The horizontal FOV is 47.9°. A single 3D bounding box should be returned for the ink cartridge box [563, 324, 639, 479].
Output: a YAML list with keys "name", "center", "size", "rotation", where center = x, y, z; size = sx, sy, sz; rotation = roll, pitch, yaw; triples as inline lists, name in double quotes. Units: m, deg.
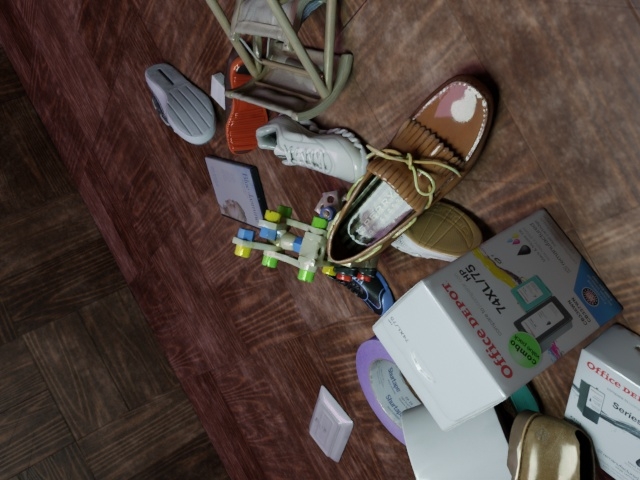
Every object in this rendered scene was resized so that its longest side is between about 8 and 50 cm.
- name: "ink cartridge box"
  center: [0.459, 0.253, 1.081]
  size: [0.153, 0.087, 0.208]
  rotation: [36, 141, 40]

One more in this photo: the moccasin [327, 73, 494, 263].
- name: "moccasin"
  center: [0.132, -0.104, 1.160]
  size: [0.139, 0.147, 0.380]
  rotation: [48, 122, 4]

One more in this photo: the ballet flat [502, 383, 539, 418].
- name: "ballet flat"
  center: [0.328, 0.235, 1.303]
  size: [0.206, 0.073, 0.067]
  rotation: [69, 165, -4]

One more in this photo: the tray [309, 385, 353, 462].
- name: "tray"
  center: [0.020, 0.540, 2.089]
  size: [0.145, 0.030, 0.270]
  rotation: [48, 148, 27]

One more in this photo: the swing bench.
- name: "swing bench"
  center: [-0.080, -0.384, 1.356]
  size: [0.253, 0.165, 0.255]
  rotation: [28, 141, 45]

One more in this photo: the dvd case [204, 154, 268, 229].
- name: "dvd case"
  center: [-0.221, -0.127, 1.932]
  size: [0.253, 0.022, 0.180]
  rotation: [19, 129, 51]

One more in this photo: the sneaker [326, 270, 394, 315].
- name: "sneaker"
  center: [0.065, 0.073, 1.565]
  size: [0.232, 0.090, 0.081]
  rotation: [57, 150, 12]

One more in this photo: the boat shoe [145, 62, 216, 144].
- name: "boat shoe"
  center: [-0.360, -0.343, 1.907]
  size: [0.335, 0.121, 0.119]
  rotation: [55, 160, 37]

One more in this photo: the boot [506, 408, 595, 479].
- name: "boot"
  center: [0.354, 0.428, 1.123]
  size: [0.115, 0.112, 0.305]
  rotation: [5, 92, 44]

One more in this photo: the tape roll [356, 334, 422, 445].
- name: "tape roll"
  center: [0.198, 0.318, 1.556]
  size: [0.275, 0.090, 0.275]
  rotation: [37, 142, 37]

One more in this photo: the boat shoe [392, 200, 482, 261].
- name: "boat shoe"
  center: [0.186, -0.015, 1.309]
  size: [0.277, 0.098, 0.096]
  rotation: [27, 158, 45]

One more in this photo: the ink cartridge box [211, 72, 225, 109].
- name: "ink cartridge box"
  center: [-0.222, -0.347, 1.745]
  size: [0.115, 0.029, 0.063]
  rotation: [47, 147, 25]

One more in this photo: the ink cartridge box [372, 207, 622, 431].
- name: "ink cartridge box"
  center: [0.262, 0.121, 1.100]
  size: [0.198, 0.270, 0.197]
  rotation: [55, 150, 13]

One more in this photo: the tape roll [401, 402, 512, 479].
- name: "tape roll"
  center: [0.268, 0.398, 1.311]
  size: [0.246, 0.169, 0.246]
  rotation: [-22, -90, -80]

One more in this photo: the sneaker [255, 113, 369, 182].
- name: "sneaker"
  center: [-0.018, -0.181, 1.465]
  size: [0.292, 0.118, 0.110]
  rotation: [32, 137, 41]

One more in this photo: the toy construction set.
- name: "toy construction set"
  center: [0.000, 0.000, 1.414]
  size: [0.215, 0.327, 0.151]
  rotation: [15, 108, 24]

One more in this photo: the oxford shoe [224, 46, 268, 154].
- name: "oxford shoe"
  center: [-0.176, -0.319, 1.654]
  size: [0.271, 0.097, 0.098]
  rotation: [102, 153, -43]
